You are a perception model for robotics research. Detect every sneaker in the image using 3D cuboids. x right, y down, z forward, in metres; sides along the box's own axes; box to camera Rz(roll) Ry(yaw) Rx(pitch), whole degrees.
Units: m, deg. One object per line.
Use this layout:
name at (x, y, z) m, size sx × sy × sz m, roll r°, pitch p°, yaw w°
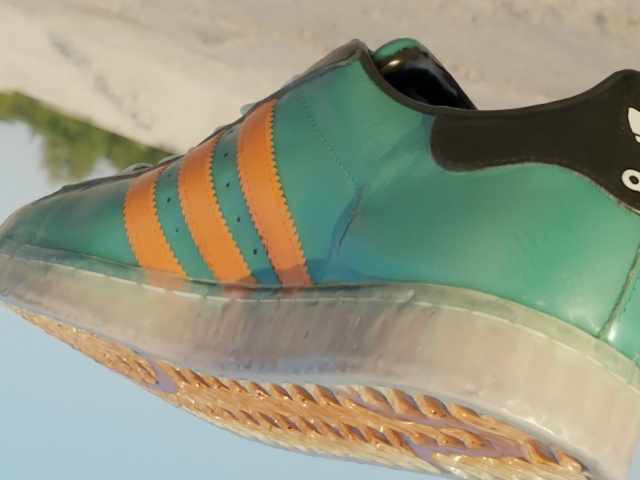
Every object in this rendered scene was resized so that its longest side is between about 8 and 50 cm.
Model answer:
sneaker at (0.000, 0.000, 0.622) m, size 0.302 × 0.121 × 0.108 m, roll 6°, pitch 156°, yaw 49°
